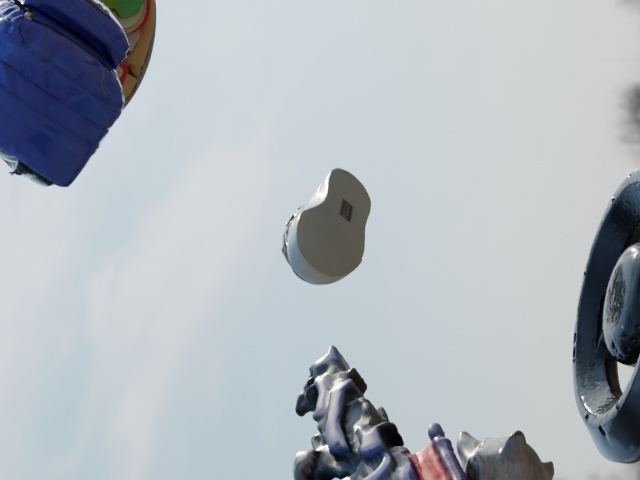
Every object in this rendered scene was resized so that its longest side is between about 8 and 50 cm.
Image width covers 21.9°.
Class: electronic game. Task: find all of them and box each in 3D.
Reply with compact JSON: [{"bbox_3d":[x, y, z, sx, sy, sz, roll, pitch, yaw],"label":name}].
[{"bbox_3d":[0.231,0.046,1.181,0.229,0.048,0.229,-170,90,-83],"label":"electronic game"}]

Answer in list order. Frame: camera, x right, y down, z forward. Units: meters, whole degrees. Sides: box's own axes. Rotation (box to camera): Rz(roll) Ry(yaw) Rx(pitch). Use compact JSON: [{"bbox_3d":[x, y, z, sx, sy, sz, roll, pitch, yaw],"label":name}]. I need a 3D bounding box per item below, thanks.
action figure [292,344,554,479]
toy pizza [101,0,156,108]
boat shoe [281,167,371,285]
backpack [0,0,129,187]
[{"bbox_3d":[0.034,0.240,1.227,0.178,0.330,0.341,44,-162,-24],"label":"action figure"},{"bbox_3d":[-0.194,-0.170,1.197,0.201,0.032,0.201,-3,-86,-44],"label":"toy pizza"},{"bbox_3d":[0.000,0.000,1.672,0.078,0.070,0.219,43,-156,-6],"label":"boat shoe"},{"bbox_3d":[-0.154,-0.091,0.873,0.101,0.098,0.120,-56,23,11],"label":"backpack"}]
